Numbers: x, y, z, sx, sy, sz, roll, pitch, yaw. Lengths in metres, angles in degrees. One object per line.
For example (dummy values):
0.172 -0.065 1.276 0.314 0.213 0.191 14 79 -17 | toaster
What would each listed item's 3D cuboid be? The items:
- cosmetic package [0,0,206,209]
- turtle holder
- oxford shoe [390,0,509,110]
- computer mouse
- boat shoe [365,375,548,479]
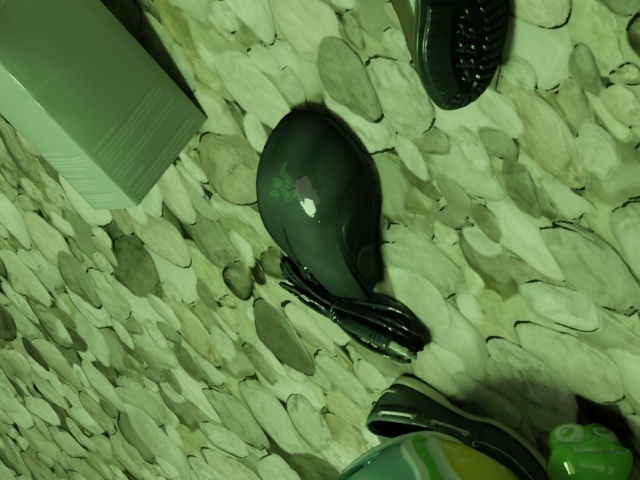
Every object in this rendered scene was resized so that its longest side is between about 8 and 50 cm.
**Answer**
-0.238 -0.152 1.850 0.238 0.127 0.107 48 155 -21 | cosmetic package
0.106 0.277 1.710 0.243 0.227 0.320 16 131 -20 | turtle holder
0.082 -0.200 1.437 0.096 0.082 0.227 44 156 49 | oxford shoe
0.000 0.000 1.794 0.188 0.072 0.272 30 147 35 | computer mouse
0.132 0.203 1.859 0.206 0.065 0.075 28 143 33 | boat shoe
